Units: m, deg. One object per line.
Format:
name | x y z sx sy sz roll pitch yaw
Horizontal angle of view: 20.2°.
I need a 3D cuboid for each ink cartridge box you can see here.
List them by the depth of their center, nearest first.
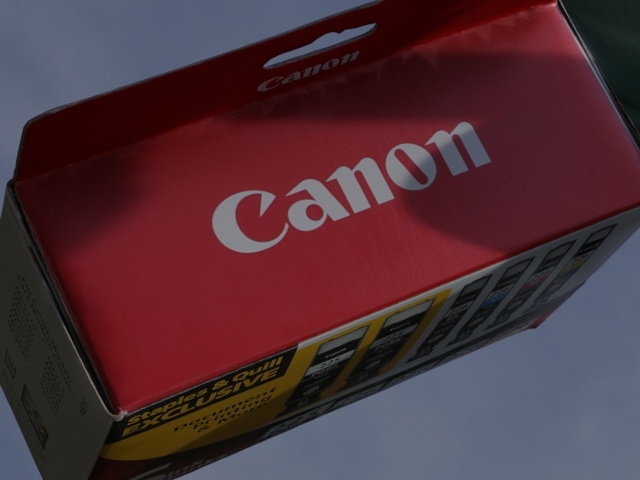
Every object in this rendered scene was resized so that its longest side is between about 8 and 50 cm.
ink cartridge box | 0.000 0.000 0.905 0.130 0.309 0.272 63 -21 14

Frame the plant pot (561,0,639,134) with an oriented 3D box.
plant pot | 0.235 -0.283 1.071 0.341 0.341 0.334 -5 -35 34
